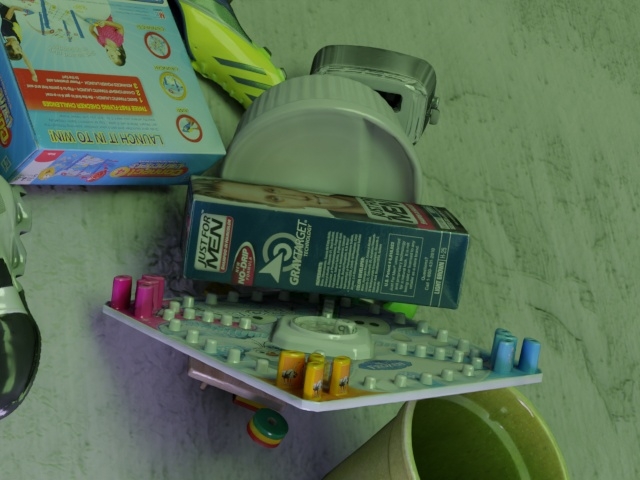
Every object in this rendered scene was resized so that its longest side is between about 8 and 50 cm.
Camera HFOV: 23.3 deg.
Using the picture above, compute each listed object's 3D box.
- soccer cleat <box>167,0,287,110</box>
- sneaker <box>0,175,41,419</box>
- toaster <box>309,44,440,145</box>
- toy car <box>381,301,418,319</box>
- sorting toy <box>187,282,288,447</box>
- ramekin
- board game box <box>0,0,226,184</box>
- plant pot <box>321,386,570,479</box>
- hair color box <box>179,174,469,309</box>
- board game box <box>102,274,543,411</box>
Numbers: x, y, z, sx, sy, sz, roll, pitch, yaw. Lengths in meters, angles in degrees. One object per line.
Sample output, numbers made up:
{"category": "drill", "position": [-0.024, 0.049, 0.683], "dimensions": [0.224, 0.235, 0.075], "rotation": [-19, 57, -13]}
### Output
{"category": "soccer cleat", "position": [-0.141, -0.261, 2.225], "dimensions": [0.121, 0.093, 0.289], "rotation": [-34, 93, -19]}
{"category": "sneaker", "position": [-0.394, 0.044, 1.703], "dimensions": [0.146, 0.122, 0.330], "rotation": [48, 23, -51]}
{"category": "toaster", "position": [0.062, -0.209, 2.269], "dimensions": [0.227, 0.129, 0.146], "rotation": [11, 20, 0]}
{"category": "toy car", "position": [0.134, 0.020, 2.276], "dimensions": [0.239, 0.053, 0.225], "rotation": [36, 49, -37]}
{"category": "sorting toy", "position": [-0.111, 0.153, 1.960], "dimensions": [0.132, 0.046, 0.274], "rotation": [23, 30, -17]}
{"category": "ramekin", "position": [0.000, -0.102, 2.104], "dimensions": [0.273, 0.273, 0.127], "rotation": [32, 30, -23]}
{"category": "board game box", "position": [-0.302, -0.221, 1.973], "dimensions": [0.308, 0.086, 0.302], "rotation": [-1, 63, -47]}
{"category": "plant pot", "position": [0.127, 0.326, 1.927], "dimensions": [0.276, 0.254, 0.276], "rotation": [24, 49, -31]}
{"category": "hair color box", "position": [0.000, 0.000, 1.978], "dimensions": [0.347, 0.105, 0.174], "rotation": [6, 11, -8]}
{"category": "board game box", "position": [0.005, 0.103, 1.862], "dimensions": [0.390, 0.390, 0.050], "rotation": [-2, 106, -43]}
